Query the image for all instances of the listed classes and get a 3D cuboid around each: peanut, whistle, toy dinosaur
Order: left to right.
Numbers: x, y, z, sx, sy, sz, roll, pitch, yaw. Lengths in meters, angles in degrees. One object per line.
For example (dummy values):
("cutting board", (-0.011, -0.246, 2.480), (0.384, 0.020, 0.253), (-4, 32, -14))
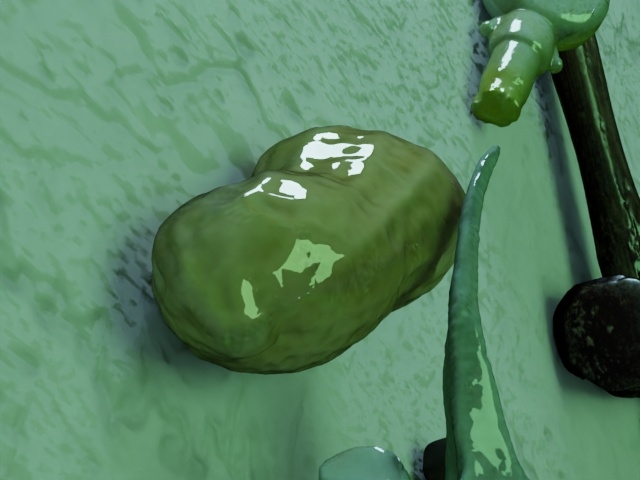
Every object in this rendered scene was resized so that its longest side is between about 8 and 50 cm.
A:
("peanut", (0.000, 0.000, 0.542), (0.099, 0.090, 0.214), (63, 29, -2))
("toy dinosaur", (0.068, 0.126, 0.488), (0.205, 0.092, 0.393), (55, 22, -51))
("whistle", (0.160, -0.165, 0.913), (0.104, 0.057, 0.198), (29, 52, -2))

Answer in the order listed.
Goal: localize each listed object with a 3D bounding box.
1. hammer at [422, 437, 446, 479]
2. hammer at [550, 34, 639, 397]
("hammer", (0.175, 0.283, 0.768), (0.440, 0.044, 0.168), (43, 41, -44))
("hammer", (0.234, -0.065, 1.014), (0.242, 0.095, 0.409), (7, 66, -60))
